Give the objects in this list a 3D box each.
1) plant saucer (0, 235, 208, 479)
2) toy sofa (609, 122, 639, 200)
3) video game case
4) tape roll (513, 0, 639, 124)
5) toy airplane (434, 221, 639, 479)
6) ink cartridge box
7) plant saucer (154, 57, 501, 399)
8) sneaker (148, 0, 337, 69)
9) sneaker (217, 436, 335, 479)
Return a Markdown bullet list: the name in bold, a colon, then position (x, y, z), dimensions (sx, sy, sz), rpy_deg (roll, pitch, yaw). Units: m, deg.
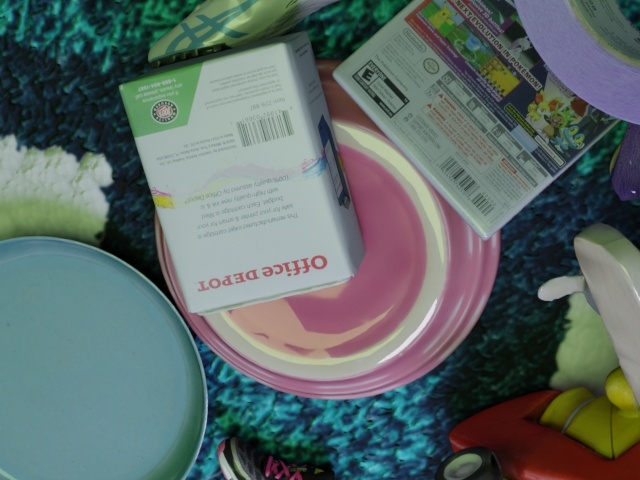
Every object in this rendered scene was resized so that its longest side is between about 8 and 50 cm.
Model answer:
- **plant saucer**: position (-0.262, 0.143, 1.527), dimensions (0.317, 0.044, 0.318), rpy_deg (3, 106, 10)
- **toy sofa**: position (0.355, -0.170, 1.264), dimensions (0.177, 0.150, 0.363), rpy_deg (11, 107, 7)
- **video game case**: position (0.143, -0.133, 1.328), dimensions (0.183, 0.023, 0.201), rpy_deg (-42, 81, -2)
- **tape roll**: position (0.283, -0.225, 1.151), dimensions (0.274, 0.090, 0.275), rpy_deg (8, 105, 31)
- **toy airplane**: position (0.322, 0.189, 1.310), dimensions (0.384, 0.272, 0.386), rpy_deg (35, 143, 12)
- **ink cartridge box**: position (-0.063, -0.058, 1.317), dimensions (0.154, 0.093, 0.212), rpy_deg (-13, 101, 15)
- **plant saucer**: position (0.000, 0.000, 1.415), dimensions (0.332, 0.084, 0.332), rpy_deg (3, 106, 11)
- **sneaker**: position (-0.057, -0.219, 1.370), dimensions (0.237, 0.085, 0.086), rpy_deg (-27, 76, 19)
- **sneaker**: position (-0.024, 0.241, 1.500), dimensions (0.170, 0.063, 0.075), rpy_deg (40, 109, -8)
